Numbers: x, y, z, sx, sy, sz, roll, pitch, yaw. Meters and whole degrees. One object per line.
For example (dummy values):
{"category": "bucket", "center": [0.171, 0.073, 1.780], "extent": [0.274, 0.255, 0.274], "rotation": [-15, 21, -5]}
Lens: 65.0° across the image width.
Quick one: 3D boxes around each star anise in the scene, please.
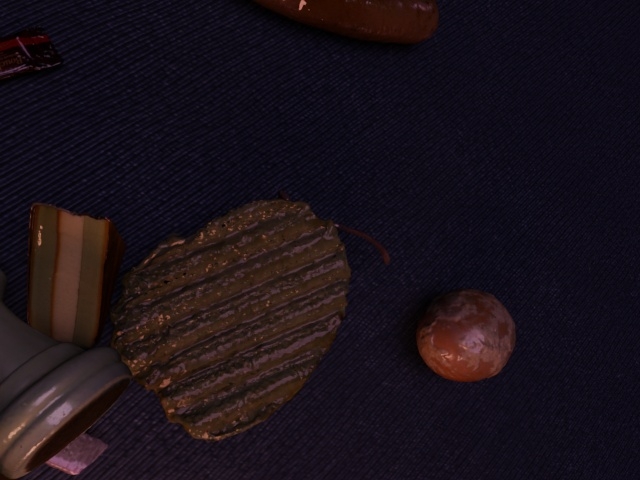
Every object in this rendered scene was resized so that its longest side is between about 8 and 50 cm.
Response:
{"category": "star anise", "center": [0.000, 0.000, 0.923], "extent": [0.228, 0.218, 0.148], "rotation": [9, 74, 19]}

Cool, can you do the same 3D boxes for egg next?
{"category": "egg", "center": [0.294, 0.194, 1.029], "extent": [0.234, 0.195, 0.194], "rotation": [-16, 90, -38]}

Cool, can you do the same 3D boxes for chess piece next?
{"category": "chess piece", "center": [-0.424, 0.143, 0.675], "extent": [0.299, 0.194, 0.194], "rotation": [44, 66, 5]}

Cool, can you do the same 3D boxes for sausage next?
{"category": "sausage", "center": [0.033, -0.499, 1.035], "extent": [0.502, 0.123, 0.136], "rotation": [3, 79, -24]}

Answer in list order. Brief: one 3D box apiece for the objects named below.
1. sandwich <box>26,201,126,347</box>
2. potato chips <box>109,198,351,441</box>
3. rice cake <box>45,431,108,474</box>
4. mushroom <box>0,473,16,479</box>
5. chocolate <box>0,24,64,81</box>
{"category": "sandwich", "center": [-0.377, 0.059, 0.743], "extent": [0.117, 0.144, 0.187], "rotation": [12, 76, -5]}
{"category": "potato chips", "center": [-0.129, 0.129, 0.864], "extent": [0.430, 0.070, 0.358], "rotation": [-26, 103, -14]}
{"category": "rice cake", "center": [-0.487, 0.237, 0.723], "extent": [0.365, 0.056, 0.072], "rotation": [35, 54, -17]}
{"category": "mushroom", "center": [-0.480, 0.330, 0.677], "extent": [0.127, 0.127, 0.087], "rotation": [-14, 101, -26]}
{"category": "chocolate", "center": [-0.515, -0.284, 0.799], "extent": [0.183, 0.028, 0.086], "rotation": [-33, 88, -22]}
